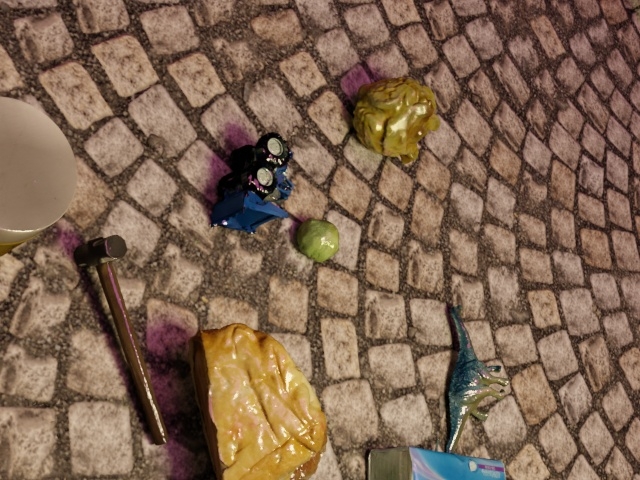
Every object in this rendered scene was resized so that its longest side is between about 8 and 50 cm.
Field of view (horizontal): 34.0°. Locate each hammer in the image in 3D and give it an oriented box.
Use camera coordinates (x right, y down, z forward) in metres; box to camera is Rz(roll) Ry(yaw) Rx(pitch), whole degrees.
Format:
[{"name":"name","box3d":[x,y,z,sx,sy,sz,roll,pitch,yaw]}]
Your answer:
[{"name":"hammer","box3d":[-0.321,0.170,1.767,0.043,0.111,0.366,-21,94,-42]}]

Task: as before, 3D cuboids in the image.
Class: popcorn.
[{"name":"popcorn","box3d":[0.166,-0.267,2.303,0.187,0.167,0.186,11,97,-17]}]

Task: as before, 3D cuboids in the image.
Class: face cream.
[{"name":"face cream","box3d":[-0.516,-0.090,1.626,0.218,0.179,0.218,17,63,-36]}]

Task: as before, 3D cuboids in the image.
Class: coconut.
[{"name":"coconut","box3d":[0.000,0.000,2.115,0.096,0.088,0.088,23,59,-27]}]

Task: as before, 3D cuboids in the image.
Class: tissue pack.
[{"name":"tissue pack","box3d":[0.233,0.519,2.072,0.263,0.146,0.198,17,65,-36]}]

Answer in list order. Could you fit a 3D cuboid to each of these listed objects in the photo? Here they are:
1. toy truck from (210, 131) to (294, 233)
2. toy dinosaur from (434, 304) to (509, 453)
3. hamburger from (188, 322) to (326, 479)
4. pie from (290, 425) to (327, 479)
[{"name":"toy truck","box3d":[-0.122,-0.097,2.025,0.126,0.113,0.208,41,52,-24]},{"name":"toy dinosaur","box3d":[0.327,0.322,2.282,0.147,0.076,0.363,18,67,-13]},{"name":"hamburger","box3d":[-0.100,0.302,1.804,0.208,0.162,0.330,-9,79,-15]},{"name":"pie","box3d":[-0.061,0.352,1.948,0.195,0.046,0.195,18,62,-37]}]
